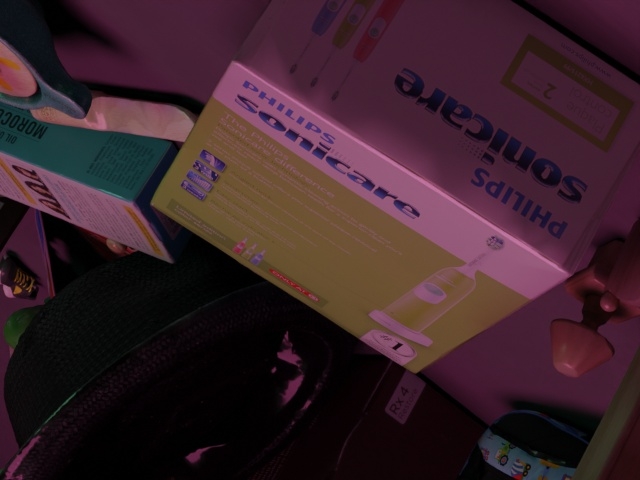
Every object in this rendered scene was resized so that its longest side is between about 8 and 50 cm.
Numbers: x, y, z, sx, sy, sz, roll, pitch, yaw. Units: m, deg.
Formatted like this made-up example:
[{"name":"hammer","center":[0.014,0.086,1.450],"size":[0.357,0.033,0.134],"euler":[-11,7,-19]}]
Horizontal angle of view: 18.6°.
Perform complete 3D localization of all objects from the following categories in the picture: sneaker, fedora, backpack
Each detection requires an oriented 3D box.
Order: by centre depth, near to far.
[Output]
[{"name":"backpack","center":[0.188,0.224,1.550],"size":[0.117,0.158,0.173],"euler":[23,-176,-41]},{"name":"fedora","center":[-0.141,0.106,1.589],"size":[0.152,0.334,0.334],"euler":[53,172,28]},{"name":"sneaker","center":[-0.313,0.039,2.030],"size":[0.035,0.031,0.083],"euler":[13,163,8]}]

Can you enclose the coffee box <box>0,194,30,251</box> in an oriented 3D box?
[{"name":"coffee box","center":[-0.404,-0.069,1.671],"size":[0.297,0.168,0.119],"euler":[35,161,-14]}]

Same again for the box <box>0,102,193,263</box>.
[{"name":"box","center":[-0.213,-0.066,1.553],"size":[0.244,0.060,0.100],"euler":[21,159,26]}]

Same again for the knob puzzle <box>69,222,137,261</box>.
[{"name":"knob puzzle","center":[-0.159,0.012,1.720],"size":[0.213,0.030,0.213],"euler":[28,161,10]}]

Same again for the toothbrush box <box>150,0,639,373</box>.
[{"name":"toothbrush box","center":[0.037,-0.047,1.127],"size":[0.206,0.122,0.283],"euler":[32,162,-3]}]

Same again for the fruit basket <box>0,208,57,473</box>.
[{"name":"fruit basket","center":[-0.245,0.168,1.852],"size":[0.327,0.165,0.353],"euler":[105,148,-71]}]

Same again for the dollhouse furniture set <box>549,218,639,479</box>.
[{"name":"dollhouse furniture set","center":[0.282,0.133,1.133],"size":[0.303,0.174,0.355],"euler":[33,162,-8]}]

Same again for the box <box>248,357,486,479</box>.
[{"name":"box","center":[0.033,0.216,1.727],"size":[0.167,0.168,0.203],"euler":[39,160,-22]}]

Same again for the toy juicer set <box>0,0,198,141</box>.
[{"name":"toy juicer set","center":[-0.258,-0.137,1.398],"size":[0.329,0.089,0.209],"euler":[38,160,-20]}]
